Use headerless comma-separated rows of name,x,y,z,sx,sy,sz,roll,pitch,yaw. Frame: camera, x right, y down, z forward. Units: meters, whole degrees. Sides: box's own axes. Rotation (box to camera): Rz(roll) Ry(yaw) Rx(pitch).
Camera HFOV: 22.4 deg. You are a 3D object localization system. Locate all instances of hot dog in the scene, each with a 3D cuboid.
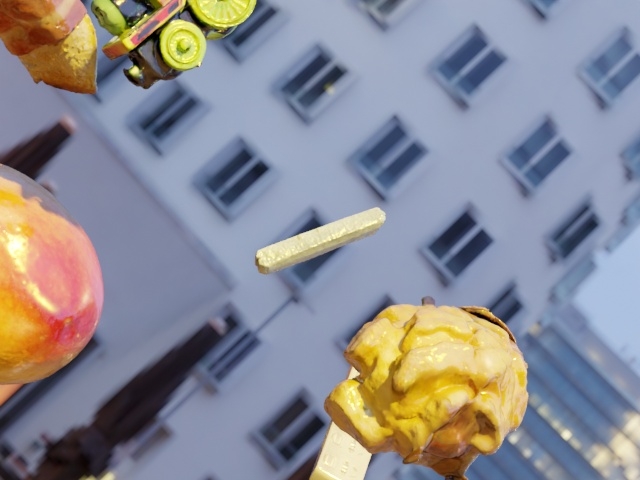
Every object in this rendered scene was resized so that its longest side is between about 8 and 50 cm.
hot dog,-0.358,-0.292,1.988,0.123,0.093,0.261,-5,-43,34

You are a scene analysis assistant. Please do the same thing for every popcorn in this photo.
popcorn,0.087,0.121,1.297,0.148,0.167,0.152,102,-14,-54

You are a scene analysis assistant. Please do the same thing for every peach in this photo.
peach,-0.414,0.045,2.043,0.307,0.289,0.289,4,-28,15

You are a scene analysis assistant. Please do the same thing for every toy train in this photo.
toy train,-0.137,-0.305,1.840,0.160,0.296,0.100,50,-18,-15

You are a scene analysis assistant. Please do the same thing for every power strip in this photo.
power strip,0.046,0.219,2.004,0.060,0.253,0.027,27,-44,-5

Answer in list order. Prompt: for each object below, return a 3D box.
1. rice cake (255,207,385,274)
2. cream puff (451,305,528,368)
rice cake,0.000,0.000,1.940,0.029,0.170,0.033,62,-17,24
cream puff,0.196,0.145,2.039,0.133,0.104,0.119,35,11,6
